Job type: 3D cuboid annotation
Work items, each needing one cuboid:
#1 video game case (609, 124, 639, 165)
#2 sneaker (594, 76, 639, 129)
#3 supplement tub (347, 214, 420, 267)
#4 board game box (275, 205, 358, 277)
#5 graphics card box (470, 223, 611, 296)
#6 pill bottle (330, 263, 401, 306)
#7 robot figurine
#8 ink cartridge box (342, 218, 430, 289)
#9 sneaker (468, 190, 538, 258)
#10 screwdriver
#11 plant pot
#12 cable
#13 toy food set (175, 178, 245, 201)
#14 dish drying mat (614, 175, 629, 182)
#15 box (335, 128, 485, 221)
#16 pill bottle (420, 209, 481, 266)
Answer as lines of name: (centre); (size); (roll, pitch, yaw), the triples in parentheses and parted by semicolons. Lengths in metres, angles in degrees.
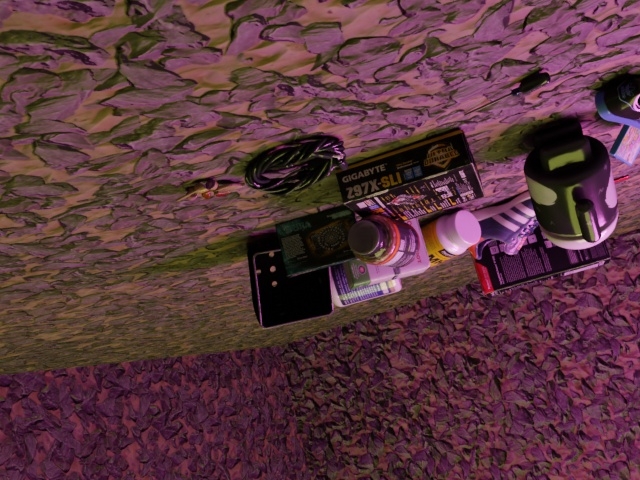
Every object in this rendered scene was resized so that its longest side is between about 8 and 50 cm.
video game case: (0.655, -0.222, 1.606); (0.166, 0.015, 0.119); (5, 112, -57)
sneaker: (0.617, -0.257, 1.434); (0.232, 0.081, 0.090); (-4, 171, -35)
supplement tub: (0.129, 0.001, 1.607); (0.106, 0.106, 0.198); (-20, 166, 24)
board game box: (0.000, 0.000, 1.748); (0.186, 0.126, 0.026); (-15, 167, 5)
graphics card box: (0.624, 0.005, 2.238); (0.371, 0.233, 0.094); (-19, 163, 14)
pill bottle: (0.096, 0.111, 2.278); (0.265, 0.153, 0.153); (-16, 167, 7)
robot figurine: (0.528, -0.110, 1.609); (0.173, 0.278, 0.209); (12, -130, 42)
ink cartridge box: (0.162, 0.029, 2.001); (0.208, 0.153, 0.087); (-12, 168, -8)
sneaker: (0.564, -0.045, 2.143); (0.350, 0.148, 0.131); (-22, 165, 29)
screwdriver: (0.313, -0.244, 1.298); (0.170, 0.024, 0.025); (-19, -163, 48)
plant pot: (-0.091, 0.090, 1.889); (0.187, 0.188, 0.167); (-10, -166, -20)
cable: (-0.043, -0.125, 1.334); (0.184, 0.047, 0.150); (-15, 167, 3)
toy food set: (-0.200, -0.091, 1.374); (0.078, 0.019, 0.122); (-23, 173, 33)
dish drying mat: (0.859, -0.173, 2.246); (0.083, 0.008, 0.032); (-19, 168, 14)
box: (0.196, -0.116, 1.584); (0.257, 0.079, 0.322); (-16, 168, 14)
pill bottle: (0.337, -0.003, 2.140); (0.119, 0.119, 0.208); (-5, 164, -38)
